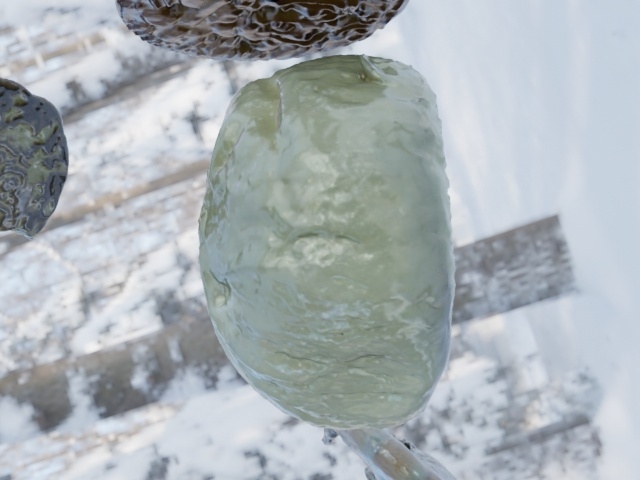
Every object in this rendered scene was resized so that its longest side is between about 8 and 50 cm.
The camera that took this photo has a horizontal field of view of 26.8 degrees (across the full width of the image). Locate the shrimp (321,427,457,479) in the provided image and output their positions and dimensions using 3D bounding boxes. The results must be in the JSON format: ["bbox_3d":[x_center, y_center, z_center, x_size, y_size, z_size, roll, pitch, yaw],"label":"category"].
[{"bbox_3d":[0.051,0.191,1.190,0.145,0.059,0.254,39,177,-16],"label":"shrimp"}]

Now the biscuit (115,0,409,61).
[{"bbox_3d":[-0.035,-0.150,0.841,0.188,0.188,0.027,60,-156,-76],"label":"biscuit"}]

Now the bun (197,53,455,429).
[{"bbox_3d":[0.000,0.000,0.823,0.244,0.153,0.244,174,90,-81],"label":"bun"}]

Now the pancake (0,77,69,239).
[{"bbox_3d":[-0.273,-0.047,0.997,0.020,0.184,0.190,48,170,40],"label":"pancake"}]
